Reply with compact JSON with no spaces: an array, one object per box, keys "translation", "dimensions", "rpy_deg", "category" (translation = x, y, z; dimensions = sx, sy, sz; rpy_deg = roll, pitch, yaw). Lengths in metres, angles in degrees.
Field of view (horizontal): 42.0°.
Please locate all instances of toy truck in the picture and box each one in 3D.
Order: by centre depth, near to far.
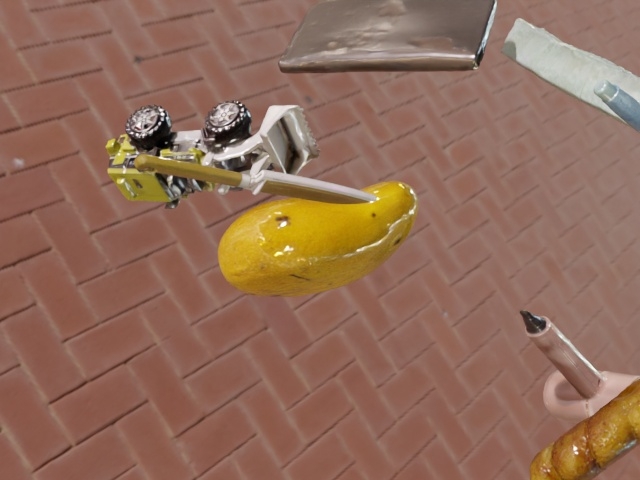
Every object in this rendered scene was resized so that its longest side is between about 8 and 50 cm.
[{"translation":[-0.150,-0.111,1.136],"dimensions":[0.136,0.286,0.111],"rpy_deg":[63,28,-51],"category":"toy truck"}]

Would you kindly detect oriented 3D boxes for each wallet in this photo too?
[{"translation":[0.098,-0.302,1.214],"dimensions":[0.042,0.310,0.165],"rpy_deg":[62,41,-44],"category":"wallet"}]

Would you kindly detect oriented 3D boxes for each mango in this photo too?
[{"translation":[0.000,0.005,1.031],"dimensions":[0.157,0.262,0.109],"rpy_deg":[57,22,-56],"category":"mango"}]

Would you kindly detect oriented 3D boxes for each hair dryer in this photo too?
[{"translation":[0.442,0.220,1.503],"dimensions":[0.344,0.189,0.106],"rpy_deg":[45,64,-28],"category":"hair dryer"}]

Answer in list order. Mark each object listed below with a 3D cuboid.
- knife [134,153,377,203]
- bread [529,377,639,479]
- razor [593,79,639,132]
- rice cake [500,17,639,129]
[{"translation":[-0.058,-0.057,0.839],"dimensions":[0.256,0.046,0.022],"rpy_deg":[9,69,-25],"category":"knife"},{"translation":[0.470,0.296,1.322],"dimensions":[0.084,0.344,0.124],"rpy_deg":[53,23,21],"category":"bread"},{"translation":[0.287,-0.100,0.732],"dimensions":[0.135,0.040,0.068],"rpy_deg":[30,56,-24],"category":"razor"},{"translation":[0.363,-0.221,1.136],"dimensions":[0.063,0.066,0.336],"rpy_deg":[14,23,-32],"category":"rice cake"}]
